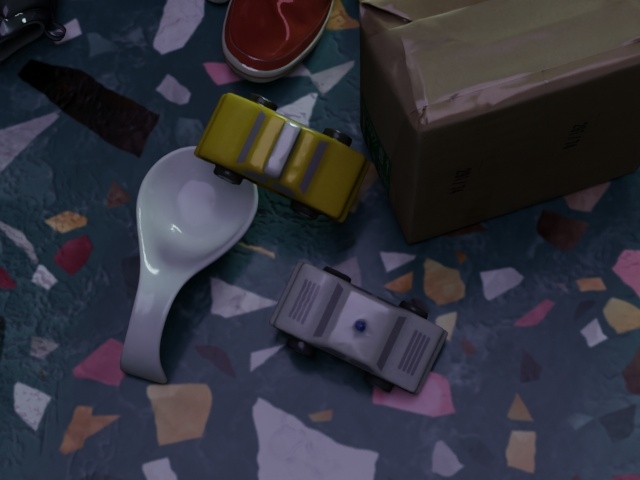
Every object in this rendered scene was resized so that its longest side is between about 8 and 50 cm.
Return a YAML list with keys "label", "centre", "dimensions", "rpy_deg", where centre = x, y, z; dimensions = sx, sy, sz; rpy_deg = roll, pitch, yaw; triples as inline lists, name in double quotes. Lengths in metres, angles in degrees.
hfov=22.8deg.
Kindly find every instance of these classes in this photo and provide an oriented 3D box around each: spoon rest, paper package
- label: "spoon rest"
  centre: [-0.158, 0.018, 1.784]
  dimensions: [0.137, 0.084, 0.276]
  rpy_deg: [14, 72, 7]
- label: "paper package"
  centre: [0.203, -0.164, 1.704]
  dimensions: [0.309, 0.325, 0.168]
  rpy_deg: [-18, 71, -4]

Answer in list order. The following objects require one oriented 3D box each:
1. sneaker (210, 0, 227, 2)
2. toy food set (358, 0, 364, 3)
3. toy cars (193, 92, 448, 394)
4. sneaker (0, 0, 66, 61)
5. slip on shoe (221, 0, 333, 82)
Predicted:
- label: "sneaker"
  centre: [-0.134, -0.368, 1.920]
  dimensions: [0.058, 0.084, 0.152]
  rpy_deg: [-7, 70, 0]
- label: "toy food set"
  centre: [0.117, -0.355, 1.888]
  dimensions: [0.128, 0.071, 0.218]
  rpy_deg: [17, 86, 7]
- label: "toy cars"
  centre: [0.000, 0.000, 1.737]
  dimensions: [0.176, 0.087, 0.394]
  rpy_deg: [-24, 85, -3]
- label: "sneaker"
  centre: [-0.427, -0.291, 1.869]
  dimensions: [0.268, 0.101, 0.153]
  rpy_deg: [-3, 73, -23]
- label: "slip on shoe"
  centre: [-0.021, -0.337, 1.896]
  dimensions: [0.123, 0.101, 0.331]
  rpy_deg: [27, 74, 10]
